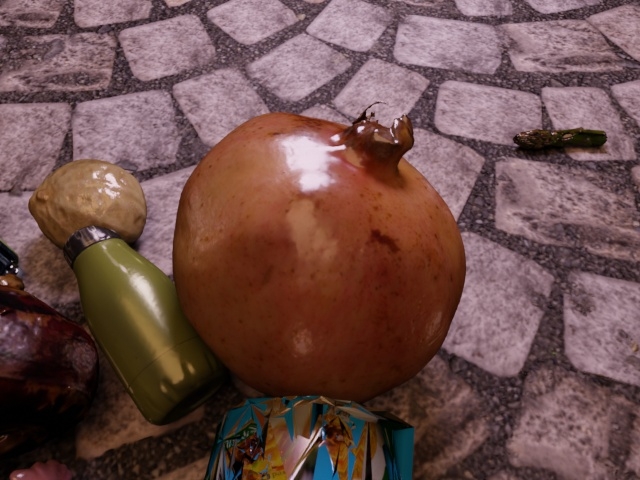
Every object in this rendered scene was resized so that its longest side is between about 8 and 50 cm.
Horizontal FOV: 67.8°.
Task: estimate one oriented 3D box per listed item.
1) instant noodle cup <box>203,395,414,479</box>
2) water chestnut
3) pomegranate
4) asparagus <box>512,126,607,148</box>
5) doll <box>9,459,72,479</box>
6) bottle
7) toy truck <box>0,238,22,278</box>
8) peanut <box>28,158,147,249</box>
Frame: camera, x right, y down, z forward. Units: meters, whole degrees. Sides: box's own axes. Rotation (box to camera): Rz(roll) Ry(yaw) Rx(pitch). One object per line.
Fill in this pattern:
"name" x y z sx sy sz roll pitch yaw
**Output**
"instant noodle cup" -0.016 0.260 0.441 0.240 0.240 0.178 1 50 0
"water chestnut" -0.360 0.160 0.499 0.223 0.224 0.238 -14 57 -9
"pomegranate" 0.000 0.000 0.532 0.337 0.338 0.339 0 57 0
"asparagus" 0.413 -0.177 0.830 0.165 0.030 0.036 -4 84 -3
"doll" -0.230 0.308 0.413 0.093 0.211 0.262 -43 51 1
"bottle" -0.225 0.090 0.587 0.112 0.112 0.260 -35 72 -20
"toy truck" -0.496 0.082 0.626 0.116 0.085 0.191 3 59 7
"peanut" -0.336 -0.048 0.694 0.159 0.109 0.141 -5 57 -5
